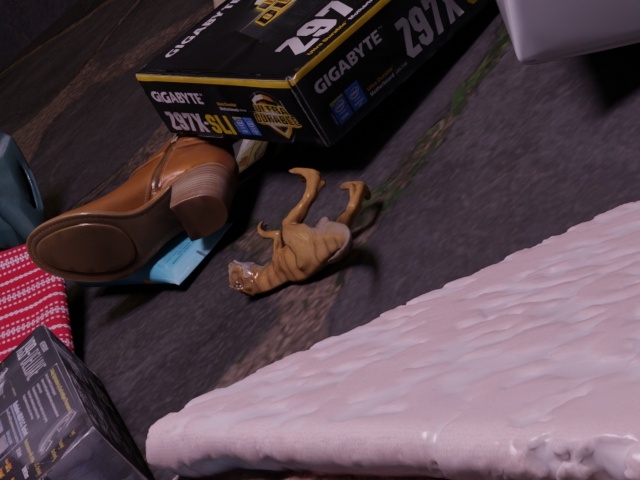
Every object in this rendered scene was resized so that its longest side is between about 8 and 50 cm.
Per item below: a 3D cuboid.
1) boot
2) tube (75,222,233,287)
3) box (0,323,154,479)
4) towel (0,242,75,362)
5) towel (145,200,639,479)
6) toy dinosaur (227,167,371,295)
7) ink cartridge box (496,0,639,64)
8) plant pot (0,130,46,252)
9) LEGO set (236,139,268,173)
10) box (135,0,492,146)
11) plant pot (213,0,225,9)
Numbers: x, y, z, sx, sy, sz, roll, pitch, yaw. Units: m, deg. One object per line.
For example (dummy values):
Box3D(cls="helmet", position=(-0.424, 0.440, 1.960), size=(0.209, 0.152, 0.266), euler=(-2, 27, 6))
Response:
Box3D(cls="boot", position=(-0.166, -0.038, 1.500), size=(0.197, 0.073, 0.152), euler=(-13, 29, 7))
Box3D(cls="tube", position=(-0.165, 0.015, 1.526), size=(0.207, 0.052, 0.080), euler=(-4, 44, 52))
Box3D(cls="box", position=(-0.258, 0.205, 1.252), size=(0.242, 0.076, 0.307), euler=(-44, 19, -5))
Box3D(cls="towel", position=(-0.331, 0.093, 1.532), size=(0.199, 0.031, 0.275), euler=(-19, 32, -3))
Box3D(cls="towel", position=(0.136, 0.037, 0.651), size=(0.332, 0.053, 0.317), euler=(-23, 8, -34))
Box3D(cls="toy dinosaur", position=(0.000, 0.000, 1.231), size=(0.211, 0.064, 0.112), euler=(-27, 41, 61))
Box3D(cls="ink cartridge box", position=(0.166, -0.334, 1.165), size=(0.160, 0.279, 0.385), euler=(-13, 28, 3))
Box3D(cls="plant pot", position=(-0.523, -0.005, 1.890), size=(0.334, 0.341, 0.341), euler=(-27, 23, 20))
Box3D(cls="LEGO set", position=(-0.120, -0.089, 1.634), size=(0.182, 0.060, 0.244), euler=(-34, 25, 32))
Box3D(cls="box", position=(0.024, -0.212, 1.469), size=(0.322, 0.079, 0.257), euler=(-43, 29, -23))
Box3D(cls="plant pot", position=(-0.047, -0.233, 1.739), size=(0.109, 0.109, 0.096), euler=(-31, 34, 31))
